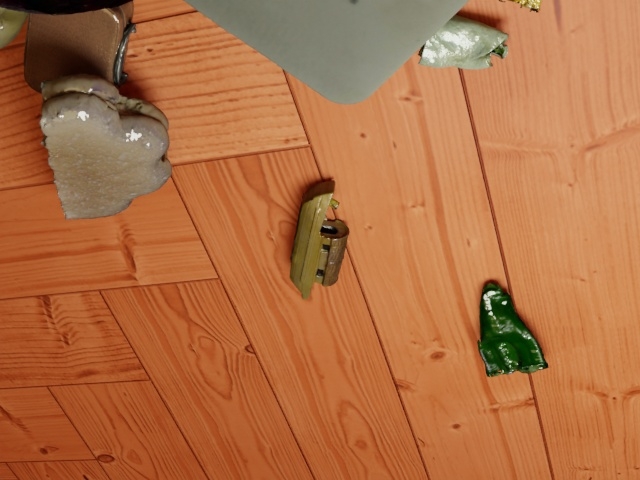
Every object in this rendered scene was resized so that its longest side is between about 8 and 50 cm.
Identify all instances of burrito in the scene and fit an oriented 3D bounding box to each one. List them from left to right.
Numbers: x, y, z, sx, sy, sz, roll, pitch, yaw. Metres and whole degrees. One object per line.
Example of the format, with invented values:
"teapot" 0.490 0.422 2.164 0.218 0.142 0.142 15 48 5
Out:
"burrito" 0.193 -0.262 1.258 0.118 0.044 0.074 12 123 6

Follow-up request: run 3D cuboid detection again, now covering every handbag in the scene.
"handbag" -0.347 -0.288 1.356 0.151 0.072 0.193 22 130 -5

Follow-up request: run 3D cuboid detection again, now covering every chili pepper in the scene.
"chili pepper" 0.317 0.159 1.584 0.108 0.062 0.216 -12 126 15

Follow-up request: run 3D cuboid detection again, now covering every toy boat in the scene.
"toy boat" 0.000 0.000 1.525 0.088 0.068 0.226 11 129 -2

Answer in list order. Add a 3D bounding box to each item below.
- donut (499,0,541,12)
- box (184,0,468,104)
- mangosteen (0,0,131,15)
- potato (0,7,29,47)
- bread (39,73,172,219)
"donut" 0.240 -0.318 1.187 0.067 0.083 0.038 -5 120 -39
"box" 0.008 -0.378 1.138 0.373 0.090 0.367 33 130 -22
"mangosteen" -0.257 -0.419 0.943 0.381 0.421 0.381 1 108 4
"potato" -0.481 -0.402 1.176 0.221 0.243 0.326 -35 100 35
"bread" -0.319 -0.138 1.414 0.183 0.102 0.337 -8 157 -12
